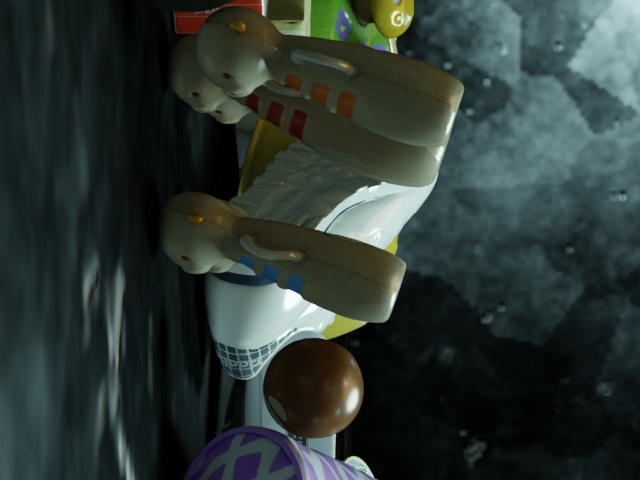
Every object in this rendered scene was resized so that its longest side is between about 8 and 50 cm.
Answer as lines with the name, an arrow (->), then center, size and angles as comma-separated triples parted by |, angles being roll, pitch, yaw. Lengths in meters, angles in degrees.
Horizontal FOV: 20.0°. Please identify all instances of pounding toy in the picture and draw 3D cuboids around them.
pounding toy -> 0.043, -0.160, 1.451 | 0.237, 0.110, 0.183 | -49, 128, -54

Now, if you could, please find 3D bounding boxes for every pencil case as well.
pencil case -> 0.001, 0.168, 1.025 | 0.086, 0.088, 0.206 | 48, 7, 38

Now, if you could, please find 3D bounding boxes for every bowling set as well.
bowling set -> -0.028, -0.009, 0.942 | 0.287, 0.154, 0.200 | 71, 37, -84

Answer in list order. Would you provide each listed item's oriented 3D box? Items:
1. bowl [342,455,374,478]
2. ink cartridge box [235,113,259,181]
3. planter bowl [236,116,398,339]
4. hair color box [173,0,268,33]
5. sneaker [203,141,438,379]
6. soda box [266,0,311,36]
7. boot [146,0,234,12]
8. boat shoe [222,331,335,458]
bowl -> 0.002, 0.274, 1.555 | 0.170, 0.080, 0.170 | -9, 90, -73
ink cartridge box -> -0.045, -0.065, 1.330 | 0.048, 0.028, 0.083 | -85, 175, -47
planter bowl -> 0.005, -0.002, 1.297 | 0.217, 0.090, 0.217 | 8, 90, -78
hair color box -> -0.054, -0.203, 0.954 | 0.093, 0.053, 0.167 | -85, 173, -51
sneaker -> 0.000, 0.000, 1.170 | 0.235, 0.090, 0.095 | -34, 130, -47
soda box -> -0.035, -0.211, 1.258 | 0.061, 0.058, 0.181 | 84, 6, -63
boot -> -0.016, -0.209, 0.848 | 0.198, 0.076, 0.137 | -45, 140, -40
boat shoe -> -0.037, 0.166, 1.149 | 0.076, 0.080, 0.229 | 137, -39, -55
